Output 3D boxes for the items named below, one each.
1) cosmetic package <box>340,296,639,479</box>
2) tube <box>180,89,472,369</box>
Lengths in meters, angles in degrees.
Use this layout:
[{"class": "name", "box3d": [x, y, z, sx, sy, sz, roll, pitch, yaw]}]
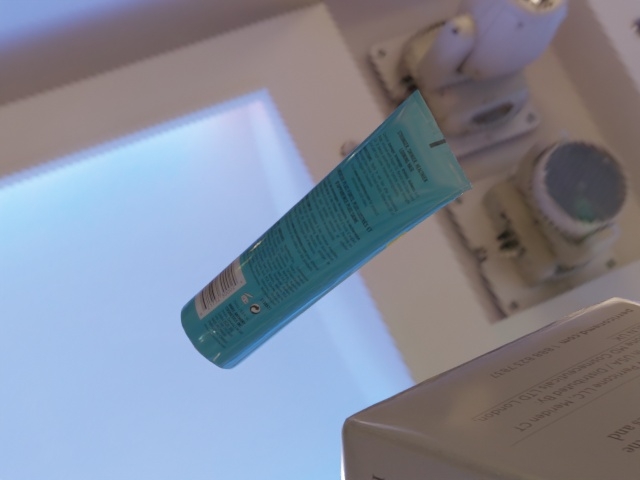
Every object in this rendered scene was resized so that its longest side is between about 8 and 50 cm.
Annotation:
[{"class": "cosmetic package", "box3d": [0.193, 0.166, 0.410, 0.156, 0.385, 0.217, -19, -64, -45]}, {"class": "tube", "box3d": [0.000, 0.000, 0.967, 0.052, 0.207, 0.080, 17, -141, -54]}]
